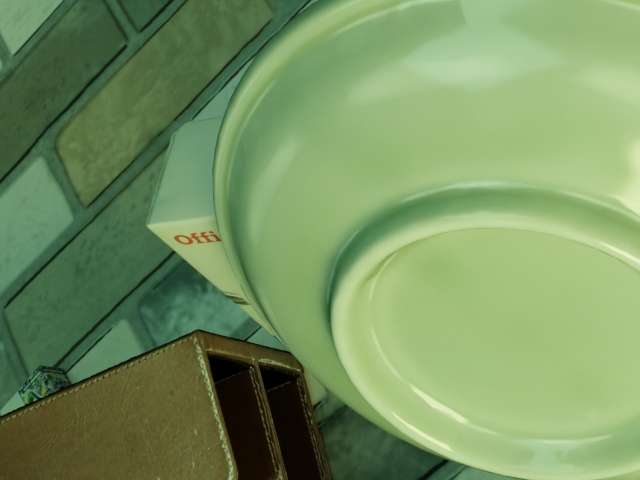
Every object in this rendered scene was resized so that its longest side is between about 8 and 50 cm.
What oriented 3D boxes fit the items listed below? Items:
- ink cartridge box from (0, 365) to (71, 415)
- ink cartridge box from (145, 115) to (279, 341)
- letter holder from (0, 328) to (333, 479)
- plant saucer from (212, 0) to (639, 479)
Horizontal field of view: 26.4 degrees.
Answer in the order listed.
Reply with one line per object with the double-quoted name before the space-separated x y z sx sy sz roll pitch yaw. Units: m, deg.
"ink cartridge box" -0.228 0.171 1.184 0.063 0.029 0.115 -48 57 17
"ink cartridge box" 0.000 0.000 0.951 0.148 0.203 0.085 -8 55 34
"letter holder" -0.150 0.226 1.026 0.302 0.152 0.214 -24 69 22
"plant saucer" 0.119 0.031 0.762 0.401 0.400 0.100 -15 36 32
